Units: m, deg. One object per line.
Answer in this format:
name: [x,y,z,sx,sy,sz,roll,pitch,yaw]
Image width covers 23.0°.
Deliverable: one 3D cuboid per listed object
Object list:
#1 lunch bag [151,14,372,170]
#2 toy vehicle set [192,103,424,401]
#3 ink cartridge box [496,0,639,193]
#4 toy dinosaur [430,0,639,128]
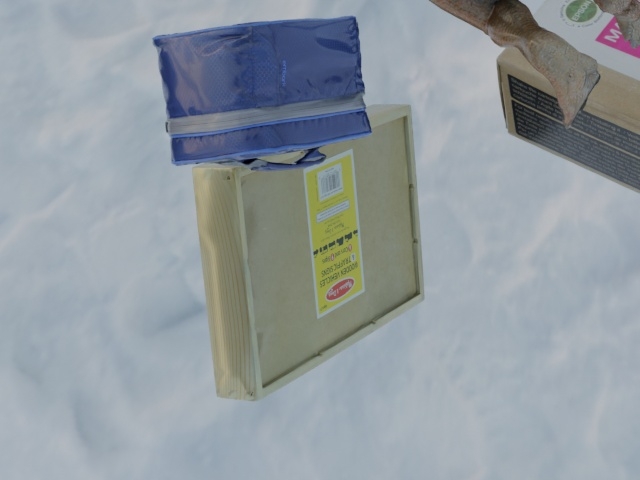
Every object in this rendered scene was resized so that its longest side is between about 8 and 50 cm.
lunch bag: [-0.022,-0.063,0.694,0.067,0.098,0.065,-2,97,38]
toy vehicle set: [0.000,0.000,1.179,0.035,0.267,0.166,3,105,30]
ink cartridge box: [0.267,-0.145,1.104,0.193,0.235,0.088,28,157,29]
toy dinosaur: [0.090,-0.176,0.825,0.200,0.295,0.127,32,125,10]
